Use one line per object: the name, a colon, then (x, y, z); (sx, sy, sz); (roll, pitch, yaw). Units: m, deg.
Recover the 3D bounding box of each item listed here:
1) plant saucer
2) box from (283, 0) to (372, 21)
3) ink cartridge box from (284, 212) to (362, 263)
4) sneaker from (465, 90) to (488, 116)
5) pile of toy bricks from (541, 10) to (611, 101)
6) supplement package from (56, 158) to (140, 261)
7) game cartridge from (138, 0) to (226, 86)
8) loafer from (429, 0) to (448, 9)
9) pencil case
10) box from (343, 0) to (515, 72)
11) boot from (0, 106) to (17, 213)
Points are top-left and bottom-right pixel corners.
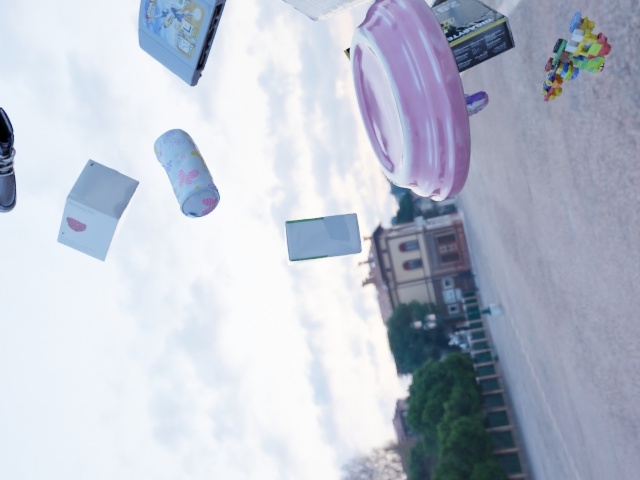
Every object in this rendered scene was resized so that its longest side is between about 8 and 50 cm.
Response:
plant saucer: (0.125, -0.215, 1.046); (0.332, 0.084, 0.332); (162, 90, -82)
box: (0.060, -0.822, 1.595); (0.297, 0.480, 0.472); (29, -178, -18)
ink cartridge box: (0.000, 0.000, 1.934); (0.278, 0.201, 0.117); (130, 133, -85)
sneaker: (0.294, -0.339, 1.652); (0.095, 0.236, 0.105); (-10, -90, -53)
pile of toy bricks: (0.555, -0.385, 1.430); (0.212, 0.105, 0.118); (100, -172, -63)
supplement package: (-0.735, -0.094, 2.214); (0.293, 0.177, 0.175); (-50, 19, 51)
game cartridge: (-0.334, -0.534, 1.591); (0.062, 0.198, 0.297); (-51, -6, -47)
loafer: (0.418, -0.798, 2.182); (0.102, 0.268, 0.092); (28, -140, -21)
pencil case: (-0.374, -0.188, 1.863); (0.273, 0.124, 0.113); (58, -171, 34)
box: (0.231, -0.429, 1.507); (0.257, 0.322, 0.079); (-106, -10, -59)
boot: (-0.578, -0.142, 1.205); (0.069, 0.086, 0.190); (-26, -72, -46)
